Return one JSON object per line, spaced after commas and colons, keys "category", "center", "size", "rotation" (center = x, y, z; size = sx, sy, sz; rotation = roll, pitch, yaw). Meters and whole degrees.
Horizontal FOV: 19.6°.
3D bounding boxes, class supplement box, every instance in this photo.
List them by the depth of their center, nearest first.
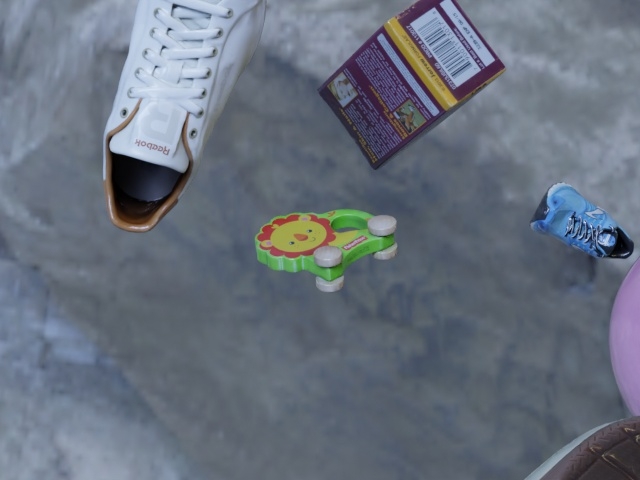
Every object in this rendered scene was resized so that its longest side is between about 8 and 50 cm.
{"category": "supplement box", "center": [0.086, -0.156, 1.807], "size": [0.104, 0.081, 0.188], "rotation": [54, 153, 1]}

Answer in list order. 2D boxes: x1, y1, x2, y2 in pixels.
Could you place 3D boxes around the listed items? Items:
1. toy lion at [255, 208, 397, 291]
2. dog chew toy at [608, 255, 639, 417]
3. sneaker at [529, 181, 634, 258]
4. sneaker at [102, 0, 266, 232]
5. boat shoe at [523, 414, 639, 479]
{"category": "toy lion", "center": [0.000, 0.000, 1.535], "size": [0.100, 0.096, 0.034], "rotation": [-29, 130, -33]}
{"category": "dog chew toy", "center": [0.380, 0.045, 1.382], "size": [0.206, 0.207, 0.332], "rotation": [36, 130, -28]}
{"category": "sneaker", "center": [0.297, -0.016, 2.053], "size": [0.162, 0.073, 0.063], "rotation": [16, 104, -47]}
{"category": "sneaker", "center": [-0.112, -0.130, 1.517], "size": [0.106, 0.123, 0.290], "rotation": [14, 121, -6]}
{"category": "boat shoe", "center": [0.132, 0.171, 1.051], "size": [0.257, 0.095, 0.095], "rotation": [-19, 169, -34]}
